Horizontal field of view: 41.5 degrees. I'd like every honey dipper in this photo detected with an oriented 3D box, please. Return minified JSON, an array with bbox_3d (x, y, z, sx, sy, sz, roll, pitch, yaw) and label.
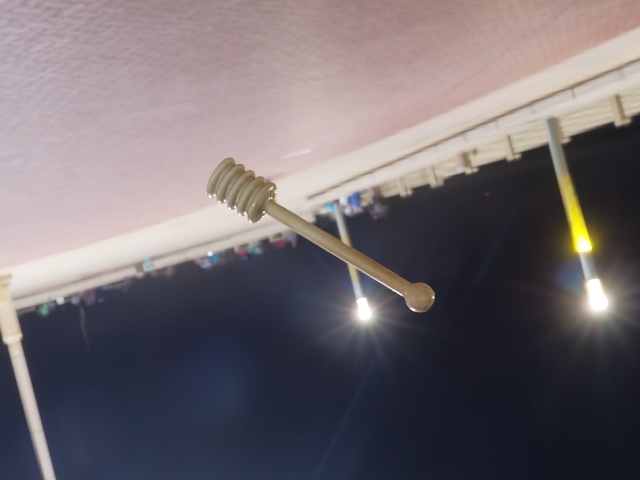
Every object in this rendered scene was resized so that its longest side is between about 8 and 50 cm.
[{"bbox_3d":[0.000,0.000,0.531,0.030,0.160,0.030,-53,167,-18],"label":"honey dipper"}]
